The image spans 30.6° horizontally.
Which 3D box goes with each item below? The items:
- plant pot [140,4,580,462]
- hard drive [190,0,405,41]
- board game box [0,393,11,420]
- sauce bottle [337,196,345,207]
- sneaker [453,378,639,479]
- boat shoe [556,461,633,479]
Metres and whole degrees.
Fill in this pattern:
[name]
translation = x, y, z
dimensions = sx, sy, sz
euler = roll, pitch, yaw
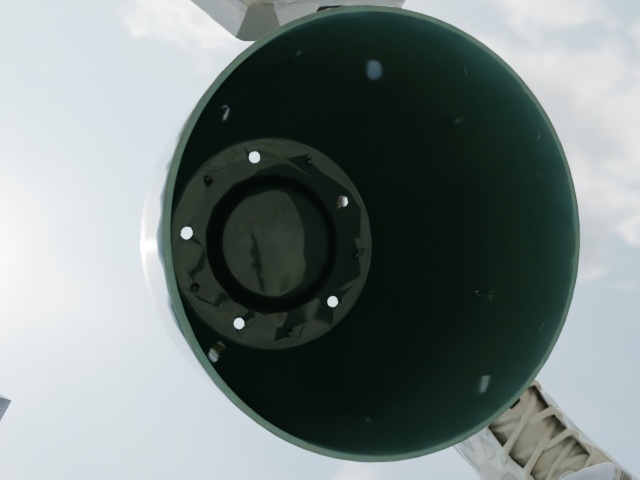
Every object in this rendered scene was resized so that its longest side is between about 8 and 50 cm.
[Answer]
[plant pot]
translation = 0.000, 0.000, 0.855
dimensions = 0.293, 0.235, 0.293
euler = 1, -93, -21
[hard drive]
translation = -0.100, -0.265, 0.956
dimensions = 0.307, 0.040, 0.203
euler = 42, -148, 23
[board game box]
translation = -0.283, 0.137, 0.855
dimensions = 0.090, 0.020, 0.090
euler = 24, -98, 29
[sauce bottle]
translation = -0.004, -0.150, 1.269
dimensions = 0.111, 0.111, 0.344
euler = 7, -105, -27
[sneaker]
translation = 0.218, 0.224, 1.373
dimensions = 0.447, 0.169, 0.257
euler = 46, 175, 47
[boat shoe]
translation = 0.179, 0.250, 0.963
dimensions = 0.076, 0.228, 0.080
euler = 49, -142, -8
